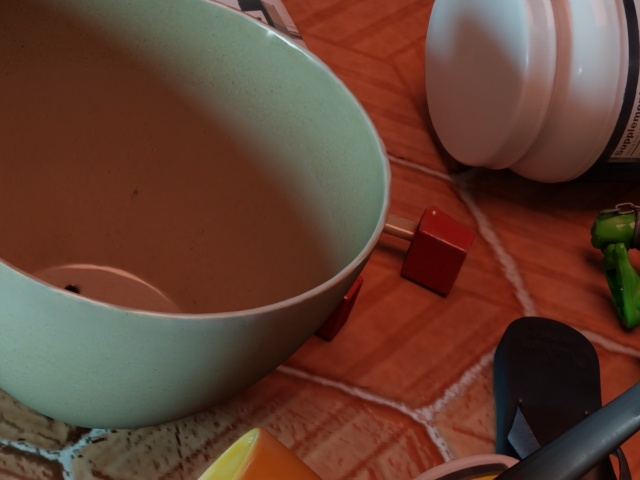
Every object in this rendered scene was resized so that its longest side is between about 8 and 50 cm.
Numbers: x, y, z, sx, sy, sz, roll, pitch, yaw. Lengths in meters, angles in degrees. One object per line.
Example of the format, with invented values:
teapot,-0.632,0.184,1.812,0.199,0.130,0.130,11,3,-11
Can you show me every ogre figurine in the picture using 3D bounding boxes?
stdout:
ogre figurine,0.284,0.048,1.107,0.118,0.097,0.197,-13,34,-10

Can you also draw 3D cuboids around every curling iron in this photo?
curling iron,0.072,0.145,0.807,0.035,0.274,0.068,37,24,-47

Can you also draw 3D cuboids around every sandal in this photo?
sandal,0.157,0.140,0.977,0.097,0.054,0.255,9,43,-14

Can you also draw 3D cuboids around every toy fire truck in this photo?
toy fire truck,0.000,0.000,1.067,0.192,0.047,0.135,28,41,8

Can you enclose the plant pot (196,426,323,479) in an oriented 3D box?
plant pot,-0.024,0.228,0.722,0.188,0.205,0.205,41,42,-3

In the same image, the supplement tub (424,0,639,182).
supplement tub,0.241,-0.141,1.207,0.272,0.191,0.191,0,46,-23

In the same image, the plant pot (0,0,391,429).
plant pot,-0.120,0.004,0.905,0.284,0.191,0.284,12,42,-11

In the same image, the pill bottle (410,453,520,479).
pill bottle,0.106,0.218,0.837,0.103,0.103,0.184,-2,46,-24

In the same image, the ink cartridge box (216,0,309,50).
ink cartridge box,-0.100,-0.132,1.131,0.160,0.093,0.219,-6,48,-27
